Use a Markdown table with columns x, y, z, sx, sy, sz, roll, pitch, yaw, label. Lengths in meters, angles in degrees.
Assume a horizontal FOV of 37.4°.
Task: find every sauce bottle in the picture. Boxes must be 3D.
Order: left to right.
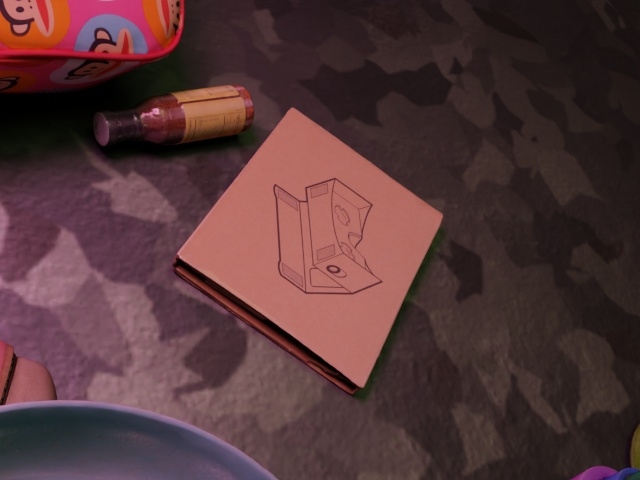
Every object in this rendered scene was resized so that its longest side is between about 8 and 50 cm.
| x | y | z | sx | sy | sz | roll | pitch | yaw | label |
| --- | --- | --- | --- | --- | --- | --- | --- | --- | --- |
| -0.113 | -0.095 | 0.732 | 0.128 | 0.042 | 0.042 | -12 | 65 | -36 | sauce bottle |

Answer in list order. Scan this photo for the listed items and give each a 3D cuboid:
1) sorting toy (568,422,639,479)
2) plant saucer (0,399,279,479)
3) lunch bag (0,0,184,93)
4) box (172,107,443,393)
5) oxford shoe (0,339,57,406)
| x | y | z | sx | sy | sz | roll | pitch | yaw | label |
| --- | --- | --- | --- | --- | --- | --- | --- | --- | --- |
| 0.353 | 0.170 | 0.756 | 0.365 | 0.126 | 0.127 | -5 | 61 | -33 | sorting toy |
| -0.100 | 0.223 | 0.365 | 0.317 | 0.043 | 0.318 | 17 | 59 | -30 | plant saucer |
| -0.231 | -0.246 | 0.631 | 0.258 | 0.120 | 0.293 | -11 | 91 | -50 | lunch bag |
| 0.000 | 0.000 | 0.743 | 0.164 | 0.021 | 0.201 | 35 | 47 | -4 | box |
| -0.138 | 0.219 | 0.445 | 0.130 | 0.123 | 0.348 | 10 | 64 | -27 | oxford shoe |
